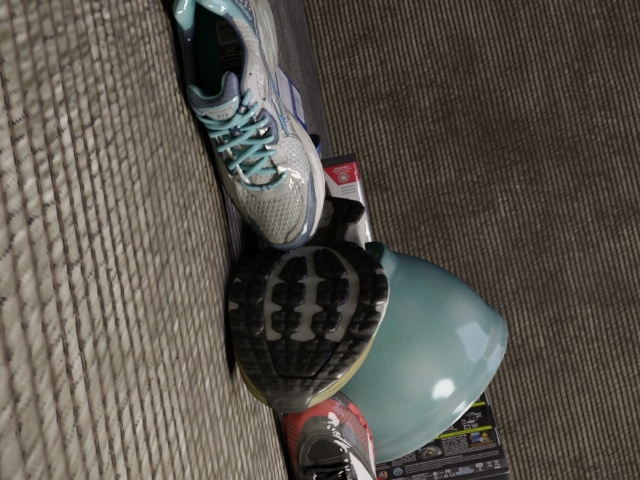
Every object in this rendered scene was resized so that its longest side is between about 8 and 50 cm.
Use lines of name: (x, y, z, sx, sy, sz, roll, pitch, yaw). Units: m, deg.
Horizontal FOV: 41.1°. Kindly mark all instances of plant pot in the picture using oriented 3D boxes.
plant pot: (0.076, 0.127, 1.170, 0.196, 0.293, 0.293, 48, 14, -15)

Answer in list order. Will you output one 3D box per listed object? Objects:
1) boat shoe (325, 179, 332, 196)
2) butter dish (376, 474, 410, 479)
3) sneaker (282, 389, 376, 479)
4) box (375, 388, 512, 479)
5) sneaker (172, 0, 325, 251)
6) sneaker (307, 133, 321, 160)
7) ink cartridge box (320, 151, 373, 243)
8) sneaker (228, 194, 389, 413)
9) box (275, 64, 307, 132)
boat shoe: (0.008, -0.002, 1.554, 0.095, 0.095, 0.257, 83, -3, -69)
butter dish: (0.084, 0.370, 1.153, 0.160, 0.118, 0.160, 49, -5, 20)
sneaker: (0.022, 0.291, 0.954, 0.135, 0.098, 0.276, -97, 175, -64)
box: (0.151, 0.326, 1.370, 0.216, 0.270, 0.060, -96, 172, -53)
sneaker: (-0.083, -0.118, 0.836, 0.122, 0.110, 0.283, -37, 109, -71)
sneaker: (-0.022, -0.169, 1.844, 0.059, 0.053, 0.144, 71, 17, -51)
ink cartridge box: (0.026, -0.069, 1.697, 0.127, 0.128, 0.176, -83, 160, -75)
sneaker: (-0.009, 0.087, 0.935, 0.410, 0.158, 0.182, -81, 173, -66)
box: (-0.077, -0.208, 1.211, 0.225, 0.037, 0.136, 47, 29, -58)
